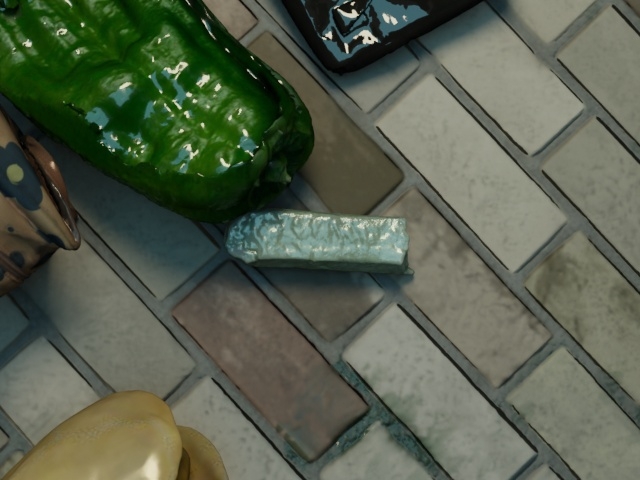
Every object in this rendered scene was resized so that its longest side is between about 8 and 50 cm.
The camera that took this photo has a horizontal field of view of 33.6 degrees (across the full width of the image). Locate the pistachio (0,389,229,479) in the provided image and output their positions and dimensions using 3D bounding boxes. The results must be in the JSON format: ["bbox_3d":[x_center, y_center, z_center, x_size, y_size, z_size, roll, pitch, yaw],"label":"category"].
[{"bbox_3d":[-0.228,0.300,1.013,0.238,0.229,0.321,31,76,37],"label":"pistachio"}]

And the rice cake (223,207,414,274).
[{"bbox_3d":[-0.001,0.000,1.114,0.206,0.069,0.063,3,85,0],"label":"rice cake"}]

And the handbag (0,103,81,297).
[{"bbox_3d":[-0.340,-0.036,1.023,0.190,0.251,0.193,-40,104,-4],"label":"handbag"}]

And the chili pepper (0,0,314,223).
[{"bbox_3d":[-0.181,-0.157,1.080,0.385,0.167,0.213,35,70,13],"label":"chili pepper"}]

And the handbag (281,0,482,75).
[{"bbox_3d":[0.048,-0.340,1.107,0.244,0.088,0.275,-29,105,5],"label":"handbag"}]
